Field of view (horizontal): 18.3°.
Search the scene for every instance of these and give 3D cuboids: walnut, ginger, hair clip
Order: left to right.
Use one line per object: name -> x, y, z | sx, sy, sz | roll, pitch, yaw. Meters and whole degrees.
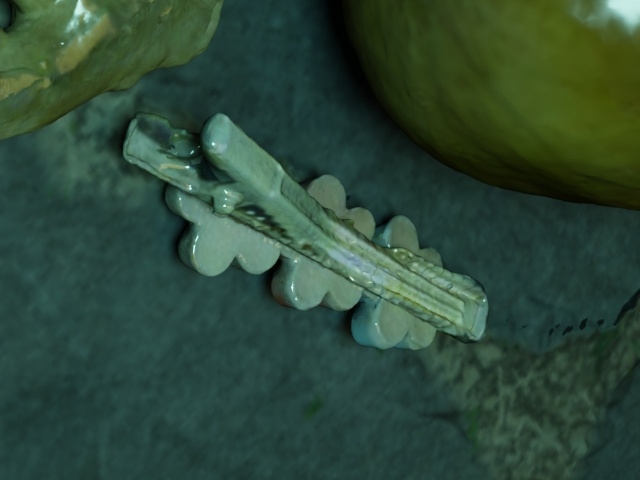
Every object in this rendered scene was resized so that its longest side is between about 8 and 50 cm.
ginger -> -0.096, -0.076, 0.694 | 0.173, 0.051, 0.069 | -32, 119, -32
hair clip -> -0.006, 0.000, 0.799 | 0.214, 0.056, 0.062 | 34, 64, -50
walnut -> 0.135, -0.108, 0.792 | 0.298, 0.203, 0.203 | -12, 112, -55
